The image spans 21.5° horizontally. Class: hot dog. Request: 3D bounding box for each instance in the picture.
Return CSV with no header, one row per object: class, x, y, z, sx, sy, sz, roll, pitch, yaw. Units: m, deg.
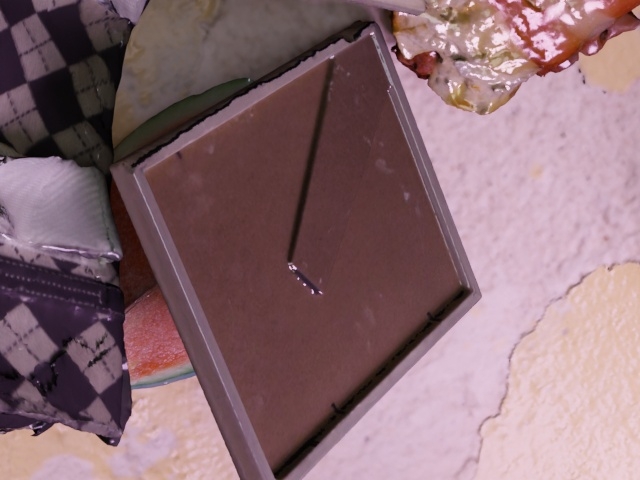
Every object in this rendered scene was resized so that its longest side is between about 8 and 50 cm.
hot dog,0.138,-0.178,1.101,0.213,0.103,0.146,-30,118,4

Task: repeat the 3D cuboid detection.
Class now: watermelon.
watermelon,-0.080,0.021,1.079,0.231,0.128,0.146,-39,135,16

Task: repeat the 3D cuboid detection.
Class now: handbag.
handbag,-0.191,-0.100,0.892,0.317,0.180,0.416,27,65,-55

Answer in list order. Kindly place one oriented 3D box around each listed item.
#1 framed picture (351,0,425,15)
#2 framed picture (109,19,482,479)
framed picture,-0.023,-0.287,0.975,0.232,0.019,0.296,2,78,-48
framed picture,0.000,0.000,1.028,0.289,0.020,0.211,-38,111,-52
